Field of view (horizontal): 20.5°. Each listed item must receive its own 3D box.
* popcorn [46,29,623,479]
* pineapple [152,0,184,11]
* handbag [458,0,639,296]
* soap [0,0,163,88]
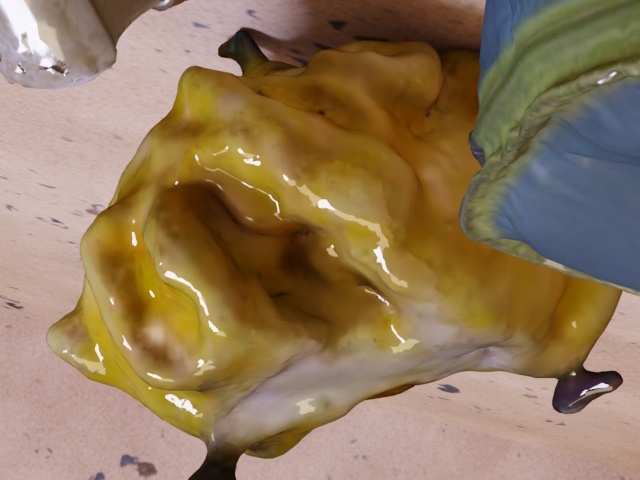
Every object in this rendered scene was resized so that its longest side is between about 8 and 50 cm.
[{"bbox_3d":[0.000,0.000,1.020,0.316,0.281,0.297,-12,161,-31],"label":"popcorn"},{"bbox_3d":[-0.035,-0.173,0.548,0.170,0.141,0.310,29,162,-14],"label":"pineapple"},{"bbox_3d":[0.180,-0.094,0.397,0.263,0.241,0.222,16,168,-7],"label":"handbag"},{"bbox_3d":[-0.151,-0.177,0.480,0.173,0.089,0.274,8,133,41],"label":"soap"}]
